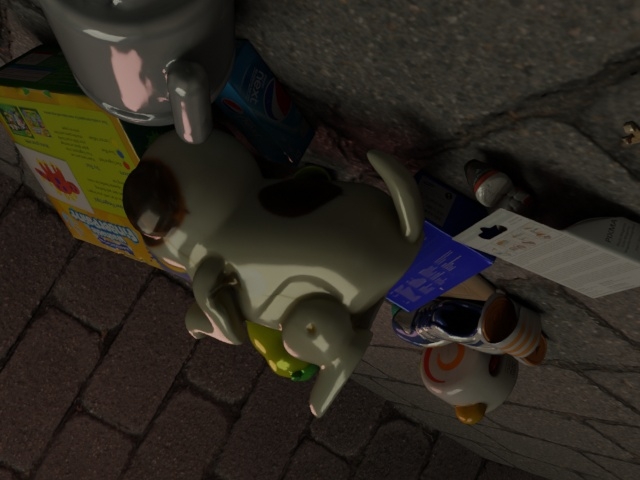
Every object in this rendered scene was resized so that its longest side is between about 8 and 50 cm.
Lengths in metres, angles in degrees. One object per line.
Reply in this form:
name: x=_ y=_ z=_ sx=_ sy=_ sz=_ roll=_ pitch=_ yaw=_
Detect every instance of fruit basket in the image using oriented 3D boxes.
fruit basket: x=-0.085 y=0.124 z=1.608 sx=0.392 sy=0.283 sz=0.392 roll=41 pitch=171 yaw=8

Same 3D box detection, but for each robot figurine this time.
robot figurine: x=-0.194 y=-0.254 z=0.776 sx=0.353 sy=0.199 sz=0.300 roll=114 pitch=134 yaw=-74

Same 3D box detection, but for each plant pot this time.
plant pot: x=-0.003 y=-0.081 z=1.239 sx=0.083 sy=0.083 sz=0.079 roll=20 pitch=175 yaw=28

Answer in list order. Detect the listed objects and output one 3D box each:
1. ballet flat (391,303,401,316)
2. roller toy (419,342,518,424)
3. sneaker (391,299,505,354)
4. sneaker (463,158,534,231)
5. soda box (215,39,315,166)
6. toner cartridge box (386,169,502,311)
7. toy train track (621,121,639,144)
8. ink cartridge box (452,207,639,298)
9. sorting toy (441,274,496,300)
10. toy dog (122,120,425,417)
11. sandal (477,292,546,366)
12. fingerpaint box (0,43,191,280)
ballet flat: x=0.264 y=0.211 z=1.706 sx=0.247 sy=0.083 sz=0.087 roll=37 pitch=-174 yaw=-27
roller toy: x=0.335 y=0.282 z=1.562 sx=0.146 sy=0.191 sz=0.209 roll=36 pitch=-169 yaw=-28
sneaker: x=0.258 y=0.161 z=1.470 sx=0.296 sy=0.112 sz=0.131 roll=-2 pitch=154 yaw=43
sneaker: x=0.235 y=-0.066 z=0.937 sx=0.158 sy=0.061 sz=0.065 roll=39 pitch=-167 yaw=-54
soda box: x=-0.092 y=-0.197 z=1.026 sx=0.071 sy=0.067 sz=0.210 roll=16 pitch=160 yaw=36
toner cartridge box: x=0.158 y=0.016 z=1.181 sx=0.165 sy=0.075 sz=0.348 roll=32 pitch=158 yaw=-3
toy train track: x=0.340 y=-0.092 z=0.720 sx=0.083 sy=0.014 sz=0.048 roll=33 pitch=164 yaw=-18
ink cartridge box: x=0.317 y=0.001 z=0.931 sx=0.232 sy=0.066 sz=0.189 roll=26 pitch=165 yaw=-3
sorting toy: x=0.211 y=0.055 z=1.367 sx=0.193 sy=0.038 sz=0.208 roll=36 pitch=158 yaw=-26
toy dog: x=-0.087 y=0.000 z=0.999 sx=0.407 sy=0.285 sz=0.395 roll=28 pitch=140 yaw=4
sandal: x=0.392 y=0.177 z=1.338 sx=0.076 sy=0.102 sz=0.265 roll=9 pitch=164 yaw=46
fingerpaint box: x=-0.361 y=-0.149 z=1.268 sx=0.444 sy=0.163 sz=0.371 roll=15 pitch=138 yaw=40
